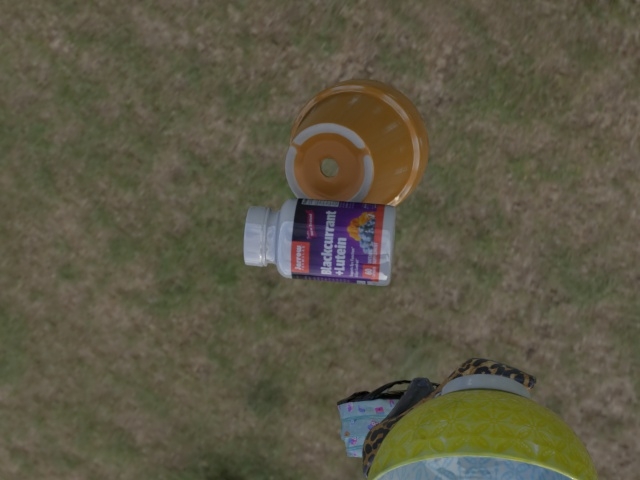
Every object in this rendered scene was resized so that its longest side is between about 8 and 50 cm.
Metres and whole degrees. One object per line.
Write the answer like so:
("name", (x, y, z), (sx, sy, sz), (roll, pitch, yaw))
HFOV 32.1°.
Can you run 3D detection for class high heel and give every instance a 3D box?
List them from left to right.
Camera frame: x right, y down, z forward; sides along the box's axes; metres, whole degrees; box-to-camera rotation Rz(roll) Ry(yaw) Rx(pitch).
("high heel", (0.174, 0.258, 1.538), (0.093, 0.186, 0.261), (51, 143, -15))

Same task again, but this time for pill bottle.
("pill bottle", (0.000, 0.000, 1.464), (0.193, 0.108, 0.108), (4, 130, 5))

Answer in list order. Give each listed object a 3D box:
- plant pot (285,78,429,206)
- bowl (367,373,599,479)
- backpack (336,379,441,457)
("plant pot", (0.038, -0.120, 1.592), (0.205, 0.188, 0.205), (4, 105, 16))
("bowl", (0.204, 0.260, 1.381), (0.289, 0.156, 0.289), (6, 145, 4))
("backpack", (0.115, 0.291, 1.781), (0.182, 0.115, 0.152), (6, 157, -42))
